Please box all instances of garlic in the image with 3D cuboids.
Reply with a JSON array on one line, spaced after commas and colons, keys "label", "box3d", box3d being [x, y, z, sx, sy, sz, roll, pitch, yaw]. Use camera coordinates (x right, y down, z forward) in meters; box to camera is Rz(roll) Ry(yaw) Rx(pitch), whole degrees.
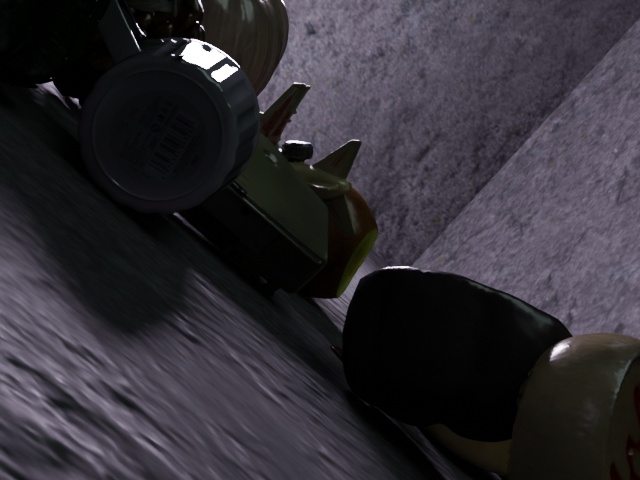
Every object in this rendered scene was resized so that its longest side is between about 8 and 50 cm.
[{"label": "garlic", "box3d": [-0.201, -0.298, 2.475, 0.317, 0.259, 0.317, 13, 3, -1]}]

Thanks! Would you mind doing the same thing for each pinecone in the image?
[{"label": "pinecone", "box3d": [-0.247, -0.260, 1.927, 0.244, 0.244, 0.309, 43, -12, 17]}]

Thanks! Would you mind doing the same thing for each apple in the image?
[{"label": "apple", "box3d": [0.004, -0.005, 2.125, 0.163, 0.146, 0.147, 42, -2, 33]}]

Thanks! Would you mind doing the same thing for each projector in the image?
[{"label": "projector", "box3d": [-0.110, -0.072, 1.804, 0.269, 0.088, 0.193, 41, 20, -17]}]

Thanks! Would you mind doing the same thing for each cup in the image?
[{"label": "cup", "box3d": [-0.167, -0.124, 1.574, 0.221, 0.167, 0.202, 34, 7, -4]}]

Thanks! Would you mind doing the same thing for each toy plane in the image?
[{"label": "toy plane", "box3d": [-0.071, -0.078, 2.030, 0.256, 0.242, 0.104, 9, 11, 31]}]

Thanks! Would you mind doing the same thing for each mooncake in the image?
[{"label": "mooncake", "box3d": [0.141, 0.120, 1.648, 0.245, 0.133, 0.245, 13, -14, 3]}]

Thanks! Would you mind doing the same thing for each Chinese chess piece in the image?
[{"label": "Chinese chess piece", "box3d": [0.260, 0.211, 1.530, 0.103, 0.249, 0.250, 1, -20, 30]}]

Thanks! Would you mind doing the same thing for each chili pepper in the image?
[{"label": "chili pepper", "box3d": [-0.285, -0.287, 1.487, 0.233, 0.256, 0.248, 24, 19, -52]}]

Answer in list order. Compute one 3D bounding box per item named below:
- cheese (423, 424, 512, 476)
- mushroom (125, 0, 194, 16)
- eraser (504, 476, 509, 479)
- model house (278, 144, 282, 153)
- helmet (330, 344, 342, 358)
[{"label": "cheese", "box3d": [0.233, 0.198, 2.018, 0.384, 0.104, 0.384, 30, 8, -5]}, {"label": "mushroom", "box3d": [-0.218, -0.343, 1.674, 0.267, 0.164, 0.189, -106, -167, -50]}, {"label": "eraser", "box3d": [0.272, 0.305, 2.124, 0.122, 0.045, 0.097, 41, 4, -10]}, {"label": "model house", "box3d": [-0.144, -0.118, 2.194, 0.149, 0.119, 0.148, 29, 11, -40]}, {"label": "helmet", "box3d": [0.071, 0.136, 1.842, 0.111, 0.057, 0.089, 43, 6, 5]}]
